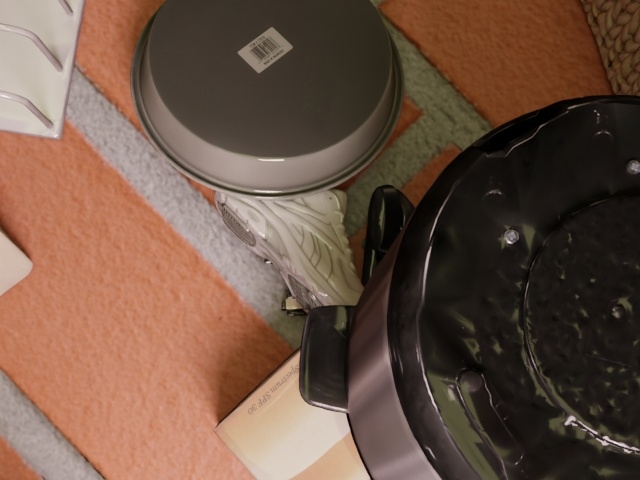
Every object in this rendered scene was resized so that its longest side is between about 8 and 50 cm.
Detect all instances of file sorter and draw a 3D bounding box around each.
[{"bbox_3d":[-0.356,-0.267,1.213,0.193,0.173,0.277,9,85,-1],"label":"file sorter"}]

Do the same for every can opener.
[{"bbox_3d":[0.065,0.031,1.260,0.073,0.059,0.186,-1,99,-43],"label":"can opener"}]

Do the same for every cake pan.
[{"bbox_3d":[-0.054,-0.184,1.230,0.293,0.054,0.293,2,66,-4],"label":"cake pan"}]

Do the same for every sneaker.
[{"bbox_3d":[0.000,0.000,1.220,0.115,0.090,0.232,-40,81,-17],"label":"sneaker"}]

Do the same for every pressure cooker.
[{"bbox_3d":[0.211,0.107,0.995,0.375,0.420,0.370,-40,84,-15],"label":"pressure cooker"}]

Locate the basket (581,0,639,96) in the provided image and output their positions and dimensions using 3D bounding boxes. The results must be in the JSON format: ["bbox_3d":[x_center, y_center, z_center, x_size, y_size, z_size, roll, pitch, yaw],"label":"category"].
[{"bbox_3d":[0.463,-0.262,1.170,0.328,0.331,0.266,-18,80,-4],"label":"basket"}]

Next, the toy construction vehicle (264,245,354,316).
[{"bbox_3d":[-0.011,0.041,1.270,0.098,0.035,0.085,-3,74,-5],"label":"toy construction vehicle"}]

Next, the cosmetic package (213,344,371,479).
[{"bbox_3d":[0.042,0.252,1.201,0.153,0.129,0.296,-44,88,-6],"label":"cosmetic package"}]

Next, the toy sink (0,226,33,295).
[{"bbox_3d":[-0.429,-0.022,1.197,0.153,0.234,0.131,-37,58,-4],"label":"toy sink"}]
